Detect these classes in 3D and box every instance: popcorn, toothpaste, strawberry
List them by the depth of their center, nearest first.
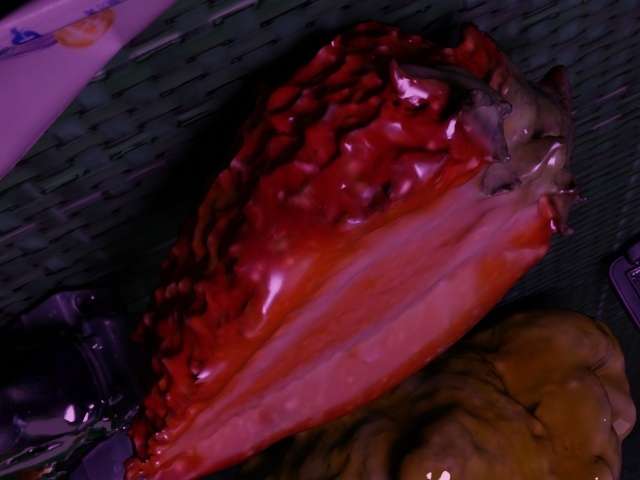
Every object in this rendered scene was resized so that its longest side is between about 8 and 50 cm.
[{"bbox_3d":[-0.058,-0.073,0.382,0.301,0.048,0.075,-30,172,27],"label":"toothpaste"},{"bbox_3d":[0.005,0.006,0.541,0.174,0.098,0.228,8,129,-51],"label":"strawberry"},{"bbox_3d":[0.085,0.206,1.019,0.334,0.293,0.292,-43,-162,46],"label":"popcorn"}]

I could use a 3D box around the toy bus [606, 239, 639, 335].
[{"bbox_3d":[0.326,0.019,1.028,0.178,0.087,0.098,-28,167,2],"label":"toy bus"}]

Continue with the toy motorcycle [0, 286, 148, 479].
[{"bbox_3d":[-0.158,0.076,0.541,0.187,0.125,0.275,-36,162,33],"label":"toy motorcycle"}]
